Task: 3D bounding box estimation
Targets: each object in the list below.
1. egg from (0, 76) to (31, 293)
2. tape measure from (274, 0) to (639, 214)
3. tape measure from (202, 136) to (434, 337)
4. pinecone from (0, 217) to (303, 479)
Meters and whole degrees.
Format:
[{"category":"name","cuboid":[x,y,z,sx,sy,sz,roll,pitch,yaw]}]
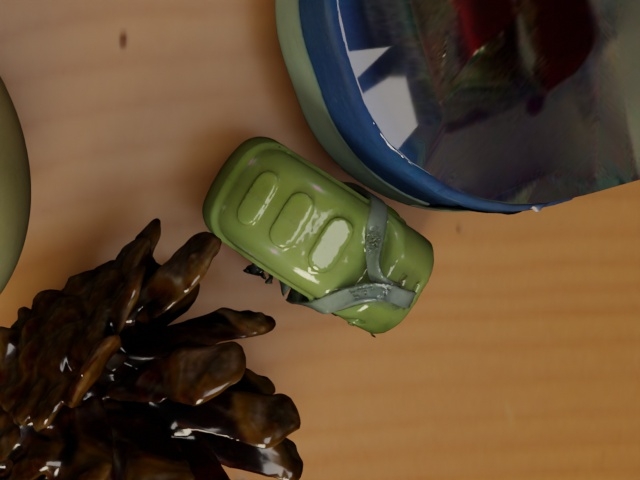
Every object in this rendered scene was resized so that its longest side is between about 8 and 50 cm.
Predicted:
[{"category":"egg","cuboid":[-0.271,-0.055,1.034,0.188,0.188,0.253,-23,94,-8]},{"category":"tape measure","cuboid":[0.108,-0.141,1.122,0.262,0.138,0.259,-21,98,-13]},{"category":"tape measure","cuboid":[0.000,0.000,1.115,0.154,0.177,0.087,34,89,-3]},{"category":"pinecone","cuboid":[-0.106,0.110,1.080,0.202,0.229,0.201,-34,91,-27]}]
